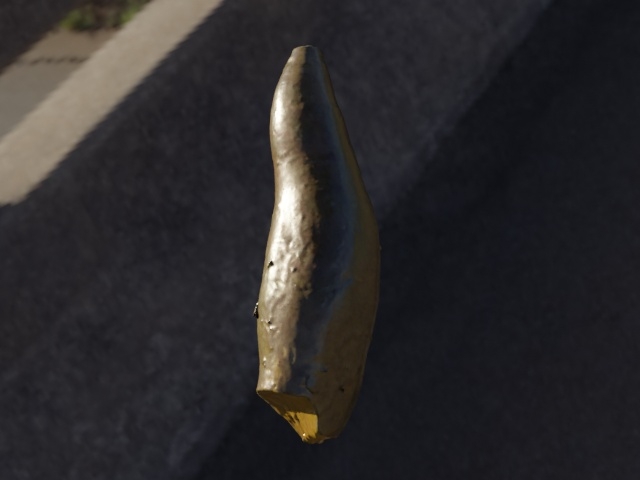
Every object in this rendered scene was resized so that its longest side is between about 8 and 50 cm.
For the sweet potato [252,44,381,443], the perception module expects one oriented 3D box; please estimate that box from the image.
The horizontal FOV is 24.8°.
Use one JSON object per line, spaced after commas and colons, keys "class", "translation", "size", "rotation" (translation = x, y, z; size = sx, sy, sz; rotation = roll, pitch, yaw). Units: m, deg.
{"class": "sweet potato", "translation": [0.000, 0.000, 0.870], "size": [0.077, 0.077, 0.243], "rotation": [1, 84, 27]}
